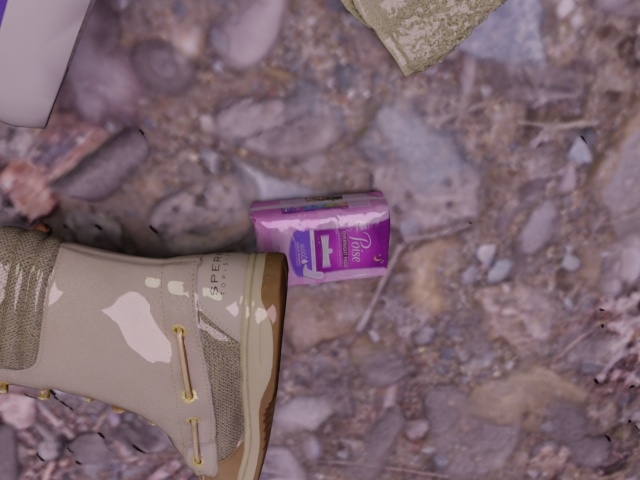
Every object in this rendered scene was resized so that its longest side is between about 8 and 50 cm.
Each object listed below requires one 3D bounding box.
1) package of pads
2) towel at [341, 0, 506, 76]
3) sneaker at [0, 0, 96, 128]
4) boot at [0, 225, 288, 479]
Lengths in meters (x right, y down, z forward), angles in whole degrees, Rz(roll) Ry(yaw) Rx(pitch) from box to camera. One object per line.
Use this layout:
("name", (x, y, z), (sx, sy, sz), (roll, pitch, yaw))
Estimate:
("package of pads", (0.000, 0.000, 0.426), (0.083, 0.032, 0.050), (-5, 118, -5))
("towel", (0.072, -0.168, 0.364), (0.148, 0.027, 0.110), (-41, 114, 11))
("sneaker", (-0.171, -0.212, 0.252), (0.236, 0.130, 0.323), (19, 115, -20))
("boot", (-0.109, 0.088, 0.426), (0.165, 0.077, 0.213), (7, 126, -4))
